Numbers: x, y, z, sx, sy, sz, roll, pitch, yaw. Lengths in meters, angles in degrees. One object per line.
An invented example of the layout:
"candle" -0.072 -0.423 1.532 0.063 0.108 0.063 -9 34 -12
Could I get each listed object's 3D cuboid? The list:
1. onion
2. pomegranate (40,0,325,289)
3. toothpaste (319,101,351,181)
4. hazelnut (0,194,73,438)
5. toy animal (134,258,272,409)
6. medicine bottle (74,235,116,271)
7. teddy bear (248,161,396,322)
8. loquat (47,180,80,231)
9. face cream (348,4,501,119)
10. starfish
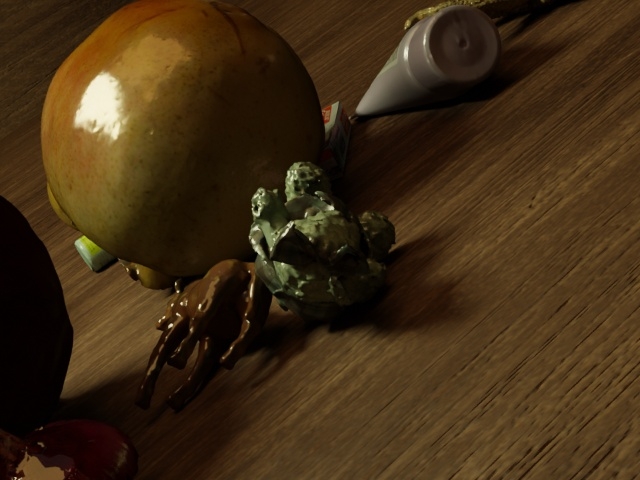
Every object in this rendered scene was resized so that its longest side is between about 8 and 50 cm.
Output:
"onion" -0.222 0.172 1.051 0.150 0.140 0.150 -32 16 11
"pomegranate" -0.149 -0.098 1.488 0.319 0.319 0.319 -28 17 9
"toothpaste" 0.006 -0.112 1.650 0.047 0.040 0.196 -25 17 13
"hazelnut" -0.421 0.118 1.195 0.429 0.402 0.402 -22 17 5
"toy animal" -0.113 0.076 1.289 0.224 0.066 0.229 -42 17 36
"medicine bottle" -0.266 -0.001 1.783 0.083 0.047 0.047 -36 17 -13
"teddy bear" -0.011 0.015 1.170 0.111 0.133 0.213 -55 3 14
"loquat" -0.307 -0.078 1.922 0.141 0.141 0.141 -28 17 9
"face cream" 0.123 -0.202 1.645 0.154 0.096 0.274 -37 5 -12
"starfish" 0.256 -0.311 1.744 0.302 0.060 0.299 -25 19 -7
